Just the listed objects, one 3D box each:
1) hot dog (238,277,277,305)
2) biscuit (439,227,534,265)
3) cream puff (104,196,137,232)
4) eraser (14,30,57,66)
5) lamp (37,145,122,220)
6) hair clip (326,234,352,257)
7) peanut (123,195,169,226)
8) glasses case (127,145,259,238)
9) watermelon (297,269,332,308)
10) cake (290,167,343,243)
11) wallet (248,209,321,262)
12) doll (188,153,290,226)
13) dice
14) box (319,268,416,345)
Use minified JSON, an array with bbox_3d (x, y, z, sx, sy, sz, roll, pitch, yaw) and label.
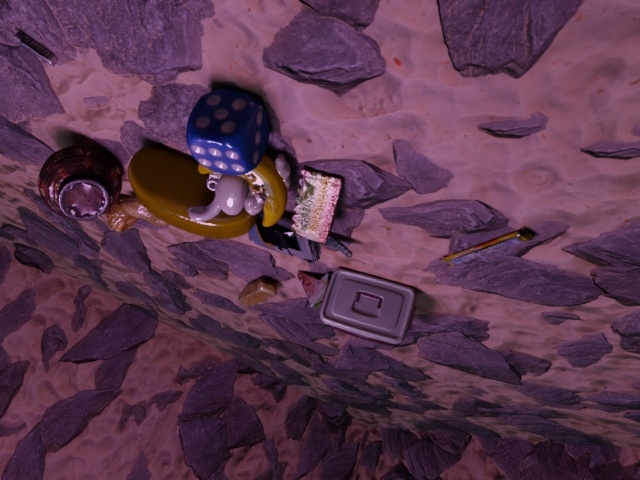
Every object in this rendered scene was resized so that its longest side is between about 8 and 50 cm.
[{"bbox_3d":[-0.242,0.197,2.119,0.084,0.073,0.242,27,151,-19],"label":"hot dog"},{"bbox_3d":[0.406,0.025,1.351,0.048,0.026,0.292,27,154,-18],"label":"biscuit"},{"bbox_3d":[-0.690,-0.095,1.879,0.104,0.119,0.133,39,127,6],"label":"cream puff"},{"bbox_3d":[-0.673,-0.453,1.280,0.099,0.027,0.019,34,144,-24],"label":"eraser"},{"bbox_3d":[-0.725,-0.174,1.640,0.247,0.247,0.247,18,153,9],"label":"lamp"},{"bbox_3d":[0.001,-0.002,1.594,0.229,0.036,0.066,21,150,27],"label":"hair clip"},{"bbox_3d":[-0.565,-0.101,1.805,0.193,0.089,0.089,19,154,-3],"label":"peanut"},{"bbox_3d":[-0.355,-0.116,1.505,0.371,0.173,0.141,22,158,1],"label":"glasses case"},{"bbox_3d":[-0.012,0.174,1.869,0.158,0.121,0.098,5,171,39],"label":"watermelon"},{"bbox_3d":[-0.005,-0.104,1.411,0.109,0.090,0.225,21,135,8],"label":"cake"},{"bbox_3d":[-0.114,-0.011,1.598,0.231,0.069,0.170,21,147,22],"label":"wallet"},{"bbox_3d":[-0.196,-0.135,1.352,0.237,0.111,0.252,12,125,-11],"label":"doll"},{"bbox_3d":[-0.203,-0.237,1.198,0.143,0.146,0.146,12,156,14],"label":"dice"},{"bbox_3d":[0.156,0.227,1.756,0.294,0.193,0.167,15,161,13],"label":"box"}]
